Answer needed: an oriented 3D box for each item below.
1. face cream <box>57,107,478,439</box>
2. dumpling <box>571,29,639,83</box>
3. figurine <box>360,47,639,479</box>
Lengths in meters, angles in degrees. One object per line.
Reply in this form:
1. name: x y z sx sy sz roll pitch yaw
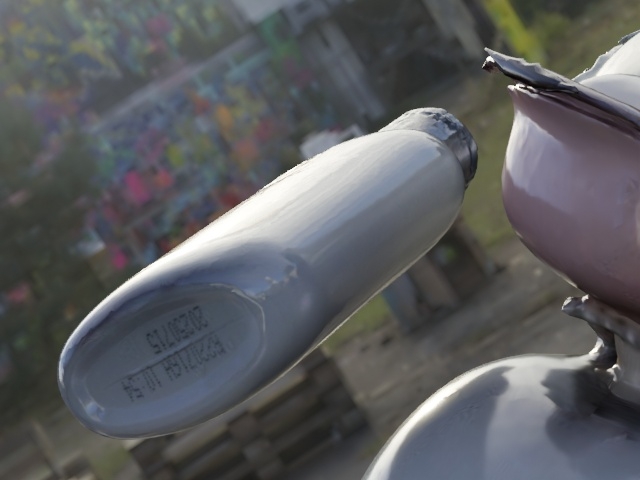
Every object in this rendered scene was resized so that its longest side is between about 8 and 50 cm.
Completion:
1. face cream: 0.000 0.000 0.815 0.144 0.071 0.291 -27 5 34
2. dumpling: 0.299 -0.093 1.214 0.260 0.181 0.341 -48 5 -18
3. figurine: 0.117 0.106 0.742 0.211 0.361 0.253 7 14 -20
